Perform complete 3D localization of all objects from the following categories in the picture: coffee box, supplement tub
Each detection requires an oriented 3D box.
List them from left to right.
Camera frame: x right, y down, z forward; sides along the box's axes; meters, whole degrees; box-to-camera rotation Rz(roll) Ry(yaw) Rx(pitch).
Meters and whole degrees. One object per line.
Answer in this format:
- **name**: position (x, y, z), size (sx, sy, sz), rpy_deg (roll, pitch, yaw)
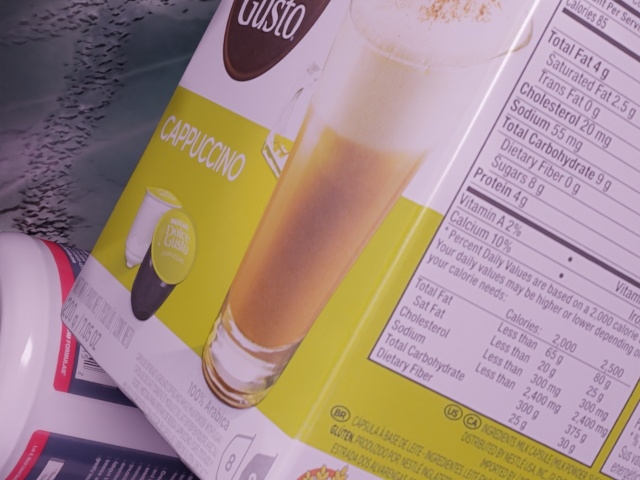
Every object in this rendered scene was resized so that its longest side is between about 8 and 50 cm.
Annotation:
- **supplement tub**: position (-0.143, 0.113, 1.241), size (0.272, 0.191, 0.191), rpy_deg (17, 131, -32)
- **coffee box**: position (0.111, 0.005, 0.938), size (0.338, 0.337, 0.334), rpy_deg (27, 92, -28)
